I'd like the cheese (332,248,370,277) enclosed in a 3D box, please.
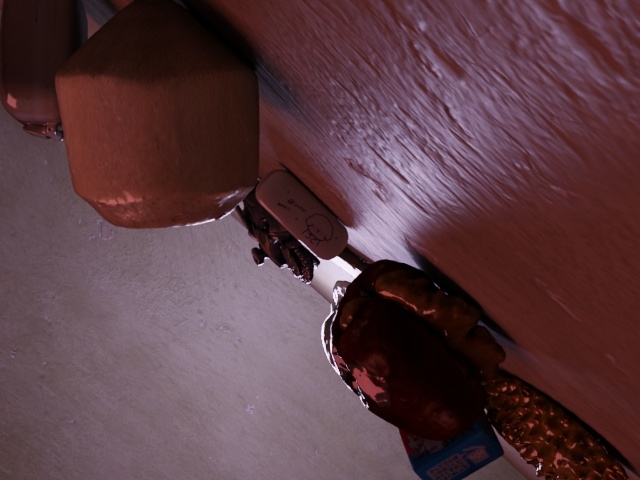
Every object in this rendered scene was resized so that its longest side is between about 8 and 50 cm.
[{"bbox_3d":[-0.002,0.001,1.821,0.400,0.034,0.085,35,171,44],"label":"cheese"}]

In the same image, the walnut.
[{"bbox_3d":[0.155,0.158,1.290,0.269,0.244,0.222,36,-146,-14],"label":"walnut"}]

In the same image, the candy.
[{"bbox_3d":[0.229,0.329,1.678,0.100,0.157,0.306,48,-166,-32],"label":"candy"}]

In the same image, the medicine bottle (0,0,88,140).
[{"bbox_3d":[-0.477,-0.321,1.477,0.123,0.282,0.375,3,-179,-12],"label":"medicine bottle"}]

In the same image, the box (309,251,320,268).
[{"bbox_3d":[-0.096,-0.005,2.320,0.201,0.042,0.212,43,175,-35],"label":"box"}]

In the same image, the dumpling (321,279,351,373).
[{"bbox_3d":[0.123,0.259,2.057,0.320,0.212,0.270,30,169,8],"label":"dumpling"}]

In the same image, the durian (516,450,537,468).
[{"bbox_3d":[0.442,0.417,1.733,0.148,0.091,0.188,45,175,-31],"label":"durian"}]

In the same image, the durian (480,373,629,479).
[{"bbox_3d":[0.382,0.343,1.488,0.341,0.112,0.191,39,176,45],"label":"durian"}]

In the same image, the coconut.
[{"bbox_3d":[-0.188,-0.153,1.004,0.237,0.237,0.266,-152,53,-65],"label":"coconut"}]

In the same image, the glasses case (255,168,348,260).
[{"bbox_3d":[-0.031,-0.044,1.482,0.197,0.076,0.049,44,175,-22],"label":"glasses case"}]

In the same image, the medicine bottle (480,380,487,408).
[{"bbox_3d":[0.306,0.293,1.823,0.090,0.054,0.208,25,-172,-27],"label":"medicine bottle"}]

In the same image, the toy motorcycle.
[{"bbox_3d":[-0.093,-0.030,1.763,0.307,0.108,0.173,38,146,55],"label":"toy motorcycle"}]
